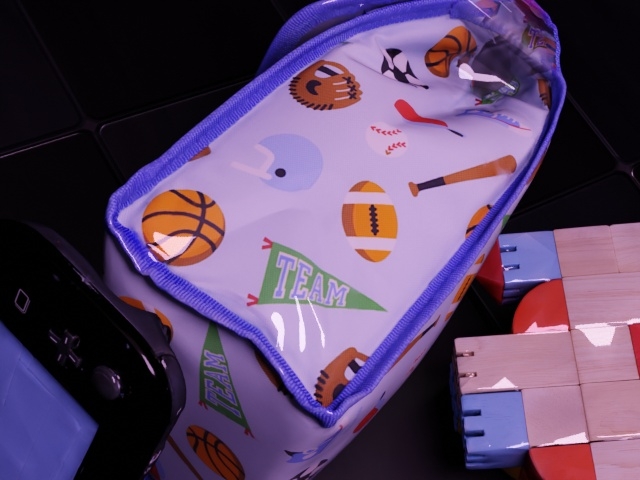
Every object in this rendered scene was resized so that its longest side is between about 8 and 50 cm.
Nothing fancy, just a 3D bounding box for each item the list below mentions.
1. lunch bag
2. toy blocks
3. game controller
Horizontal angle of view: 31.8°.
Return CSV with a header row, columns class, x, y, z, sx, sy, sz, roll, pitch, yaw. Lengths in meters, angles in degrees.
class,x,y,z,sx,sy,sz,roll,pitch,yaw
lunch bag,0.000,0.000,0.864,0.239,0.328,0.385,42,58,6
toy blocks,0.224,0.136,0.936,0.261,0.191,0.381,-4,61,2
game controller,-0.192,0.128,0.737,0.166,0.319,0.067,37,40,7
